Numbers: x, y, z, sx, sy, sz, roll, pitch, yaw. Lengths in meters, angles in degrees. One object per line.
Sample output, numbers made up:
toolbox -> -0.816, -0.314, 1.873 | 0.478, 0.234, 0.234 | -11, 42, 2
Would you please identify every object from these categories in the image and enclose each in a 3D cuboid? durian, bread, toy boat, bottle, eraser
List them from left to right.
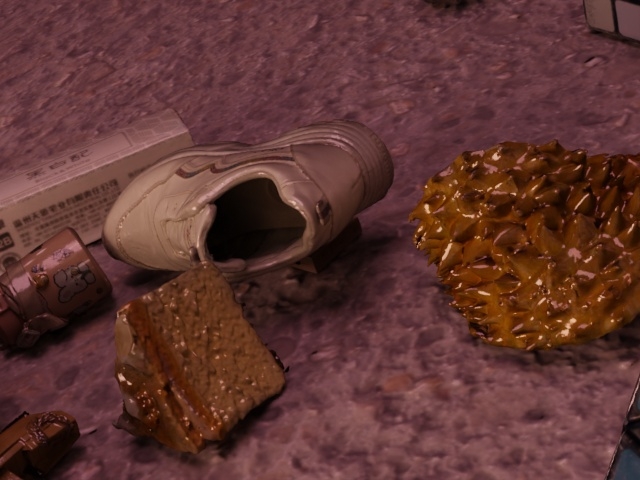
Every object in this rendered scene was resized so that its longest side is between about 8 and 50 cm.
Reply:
toy boat -> -0.298, 0.237, 1.176 | 0.072, 0.064, 0.206 | 25, 52, 23
bottle -> -0.315, 0.062, 1.425 | 0.152, 0.099, 0.099 | -34, 35, -12
eraser -> -0.342, -0.034, 1.574 | 0.404, 0.098, 0.096 | -24, 31, -10
bread -> -0.121, 0.107, 1.207 | 0.127, 0.152, 0.147 | 10, 33, 36
durian -> 0.218, 0.013, 1.183 | 0.305, 0.185, 0.195 | -12, 56, 26

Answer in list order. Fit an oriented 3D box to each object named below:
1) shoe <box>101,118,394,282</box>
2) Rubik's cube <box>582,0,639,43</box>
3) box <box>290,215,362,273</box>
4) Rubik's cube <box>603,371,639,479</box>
shoe -> -0.107, -0.025, 1.344 | 0.342, 0.132, 0.210 | -14, 16, 24
Rubik's cube -> 0.479, -0.393, 1.563 | 0.259, 0.253, 0.256 | -28, 34, -19
box -> 0.000, 0.000, 1.418 | 0.053, 0.024, 0.083 | 15, 43, 42
Rubik's cube -> 0.331, 0.094, 0.994 | 0.228, 0.233, 0.229 | 6, 61, -35
